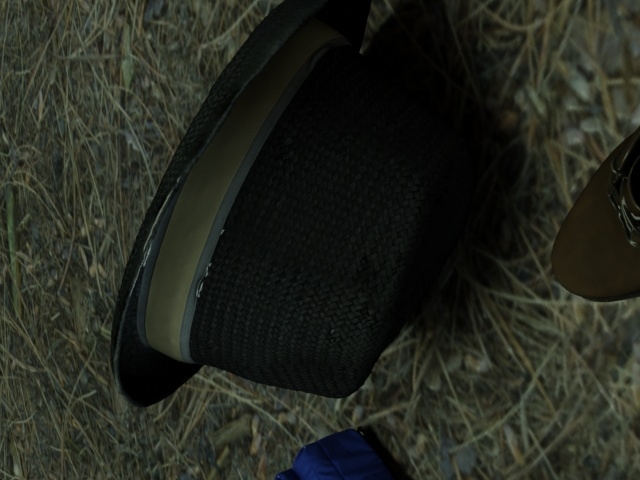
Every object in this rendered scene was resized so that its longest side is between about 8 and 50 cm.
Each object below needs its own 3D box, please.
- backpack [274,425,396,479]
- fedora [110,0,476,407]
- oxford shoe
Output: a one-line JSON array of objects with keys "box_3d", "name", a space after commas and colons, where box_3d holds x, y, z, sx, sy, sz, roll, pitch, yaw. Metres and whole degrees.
[{"box_3d": [0.021, 0.230, 0.952, 0.120, 0.101, 0.098, 44, 143, 39], "name": "backpack"}, {"box_3d": [0.000, 0.000, 0.797, 0.152, 0.334, 0.334, 30, 133, 11], "name": "fedora"}, {"box_3d": [0.174, -0.029, 0.613, 0.082, 0.096, 0.227, 62, 148, 18], "name": "oxford shoe"}]
